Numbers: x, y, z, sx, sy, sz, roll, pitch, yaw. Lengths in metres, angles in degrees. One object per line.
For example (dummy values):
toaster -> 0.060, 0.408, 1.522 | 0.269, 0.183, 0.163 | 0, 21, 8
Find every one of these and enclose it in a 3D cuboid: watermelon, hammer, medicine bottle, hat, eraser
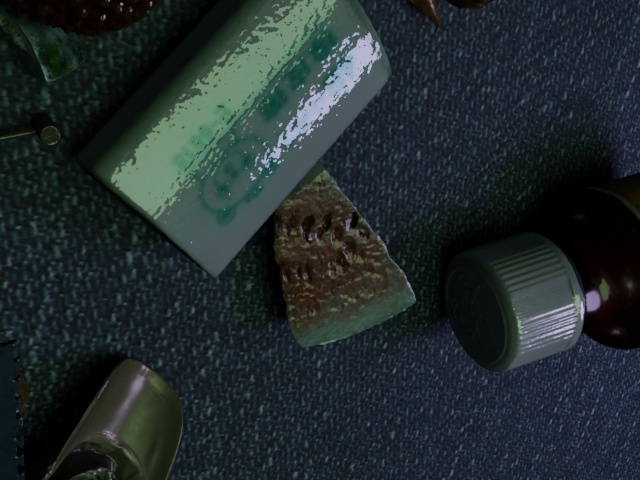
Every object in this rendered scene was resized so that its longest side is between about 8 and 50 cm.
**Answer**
watermelon -> 0.000, 0.000, 1.045 | 0.154, 0.094, 0.241 | -29, 127, -13
hammer -> -0.282, -0.087, 0.792 | 0.110, 0.035, 0.019 | -15, 122, -25
medicine bottle -> 0.369, 0.051, 1.279 | 0.395, 0.242, 0.242 | -18, 123, -18
hat -> -0.238, 0.221, 0.975 | 0.166, 0.144, 0.173 | 45, 37, -42
eraser -> -0.074, -0.126, 0.895 | 0.290, 0.104, 0.189 | -50, 138, -7
watermelon -> -0.243, -0.166, 0.780 | 0.085, 0.085, 0.061 | 14, 132, -43

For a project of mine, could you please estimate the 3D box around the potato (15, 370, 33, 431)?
potato -> -0.330, 0.172, 0.853 | 0.138, 0.070, 0.091 | -48, 133, -10

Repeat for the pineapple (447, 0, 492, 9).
pineapple -> 0.219, -0.353, 1.028 | 0.237, 0.119, 0.111 | -40, 87, -23

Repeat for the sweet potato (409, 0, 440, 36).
sweet potato -> 0.091, -0.291, 0.984 | 0.056, 0.056, 0.195 | -49, 138, -9

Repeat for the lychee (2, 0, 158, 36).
lychee -> -0.181, -0.243, 0.695 | 0.188, 0.188, 0.188 | -19, 123, -32

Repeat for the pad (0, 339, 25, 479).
pad -> -0.394, 0.206, 0.798 | 0.270, 0.012, 0.269 | 0, 114, -19
